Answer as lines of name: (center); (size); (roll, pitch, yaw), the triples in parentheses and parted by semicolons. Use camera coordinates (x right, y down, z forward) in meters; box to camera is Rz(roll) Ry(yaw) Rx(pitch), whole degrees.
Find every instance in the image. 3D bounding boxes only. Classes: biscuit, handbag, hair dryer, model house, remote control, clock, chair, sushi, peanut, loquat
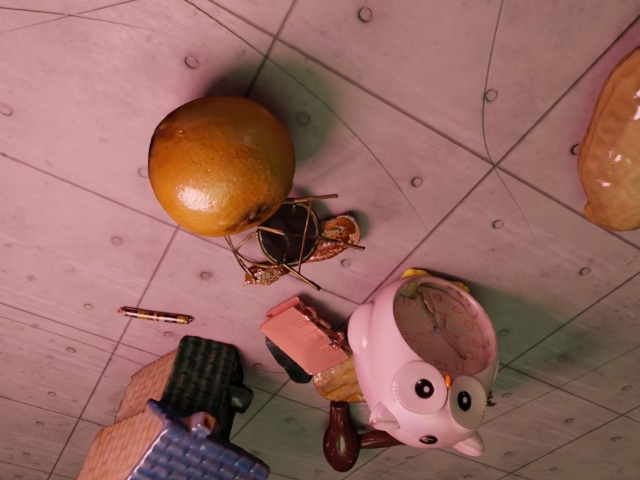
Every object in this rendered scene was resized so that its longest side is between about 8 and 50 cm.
biscuit: (0.110, 0.366, 1.434); (0.213, 0.091, 0.274); (26, 126, -16)
handbag: (-0.037, 0.248, 1.316); (0.212, 0.059, 0.157); (45, 127, -15)
hair dryer: (0.178, 0.625, 1.674); (0.340, 0.123, 0.312); (-3, 121, -9)
model house: (-0.329, 0.521, 1.351); (0.400, 0.445, 0.395); (-36, 120, 28)
remote control: (-0.091, 0.335, 1.439); (0.072, 0.042, 0.222); (-6, 130, 28)
clock: (0.232, 0.291, 1.176); (0.368, 0.376, 0.250); (19, 134, -9)
chair: (-0.074, -0.010, 1.053); (0.170, 0.326, 0.160); (-39, 111, -21)
sushi: (-0.131, 0.082, 1.211); (0.118, 0.061, 0.060); (-13, 105, 20)
peanut: (0.569, -0.172, 0.897); (0.192, 0.169, 0.387); (-4, 135, 0)
loquat: (-0.170, -0.127, 0.905); (0.263, 0.263, 0.263); (1, 131, 1)

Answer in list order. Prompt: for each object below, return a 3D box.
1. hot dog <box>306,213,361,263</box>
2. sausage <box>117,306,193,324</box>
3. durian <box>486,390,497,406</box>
hot dog: (0.000, 0.000, 1.140); (0.192, 0.053, 0.099); (-18, 120, 15)
sausage: (-0.439, 0.200, 1.352); (0.198, 0.025, 0.028); (9, 133, -7)
durian: (0.352, 0.405, 1.391); (0.237, 0.176, 0.200); (-2, 177, -13)
